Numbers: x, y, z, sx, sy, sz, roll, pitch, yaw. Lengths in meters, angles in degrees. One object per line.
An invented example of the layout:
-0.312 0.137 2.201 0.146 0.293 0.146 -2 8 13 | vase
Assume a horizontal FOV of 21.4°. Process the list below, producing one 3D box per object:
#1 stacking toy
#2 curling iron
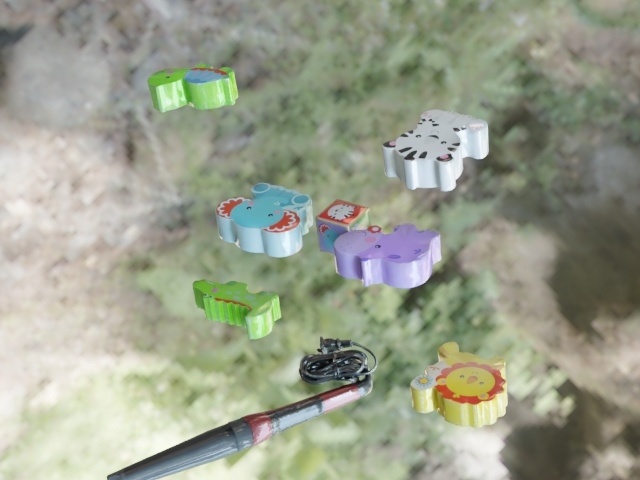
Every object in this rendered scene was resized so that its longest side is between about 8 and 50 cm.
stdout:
0.000 0.000 0.921 0.052 0.221 0.167 -41 135 -41 | stacking toy
-0.071 0.167 1.560 0.274 0.068 0.035 -27 141 -14 | curling iron
